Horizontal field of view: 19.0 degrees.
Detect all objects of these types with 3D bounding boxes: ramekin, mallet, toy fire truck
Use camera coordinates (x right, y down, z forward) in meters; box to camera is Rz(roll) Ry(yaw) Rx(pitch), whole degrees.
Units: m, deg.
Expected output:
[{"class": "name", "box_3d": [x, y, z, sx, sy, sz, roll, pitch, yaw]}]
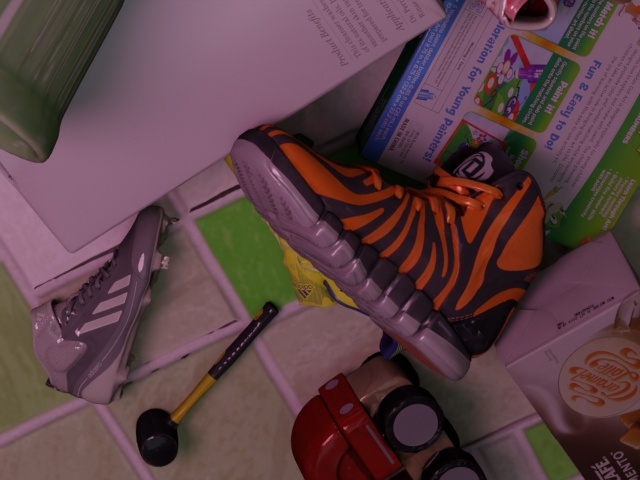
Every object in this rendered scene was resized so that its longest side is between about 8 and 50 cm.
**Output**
[{"class": "ramekin", "box_3d": [-0.287, -0.198, 1.370, 0.303, 0.303, 0.148, 34, 82, -18]}, {"class": "mallet", "box_3d": [-0.108, 0.130, 1.808, 0.039, 0.062, 0.189, 39, 91, -20]}, {"class": "toy fire truck", "box_3d": [0.026, 0.248, 1.822, 0.246, 0.158, 0.217, -34, 113, 0]}]

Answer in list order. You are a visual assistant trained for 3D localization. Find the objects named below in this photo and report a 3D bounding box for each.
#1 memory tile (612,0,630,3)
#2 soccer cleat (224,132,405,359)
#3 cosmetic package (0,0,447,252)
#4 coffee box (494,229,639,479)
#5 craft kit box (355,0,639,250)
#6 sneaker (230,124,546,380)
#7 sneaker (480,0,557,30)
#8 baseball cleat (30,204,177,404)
[{"class": "memory tile", "box_3d": [0.222, -0.278, 1.622, 0.148, 0.012, 0.113, 26, 75, -13]}, {"class": "soccer cleat", "box_3d": [0.000, 0.001, 1.720, 0.289, 0.093, 0.121, 41, 104, -21]}, {"class": "cosmetic package", "box_3d": [-0.114, -0.188, 1.595, 0.385, 0.156, 0.217, -29, 113, 10]}, {"class": "coffee box", "box_3d": [0.269, 0.129, 1.769, 0.141, 0.098, 0.246, -29, 127, 9]}, {"class": "craft kit box", "box_3d": [0.196, -0.139, 1.696, 0.247, 0.061, 0.250, 25, 110, -12]}, {"class": "sneaker", "box_3d": [0.069, -0.035, 1.624, 0.180, 0.124, 0.321, -50, 127, -6]}, {"class": "sneaker", "box_3d": [0.143, -0.219, 1.589, 0.134, 0.070, 0.051, 30, 111, -15]}, {"class": "baseball cleat", "box_3d": [-0.205, 0.055, 1.743, 0.109, 0.072, 0.205, 16, 109, -4]}]
